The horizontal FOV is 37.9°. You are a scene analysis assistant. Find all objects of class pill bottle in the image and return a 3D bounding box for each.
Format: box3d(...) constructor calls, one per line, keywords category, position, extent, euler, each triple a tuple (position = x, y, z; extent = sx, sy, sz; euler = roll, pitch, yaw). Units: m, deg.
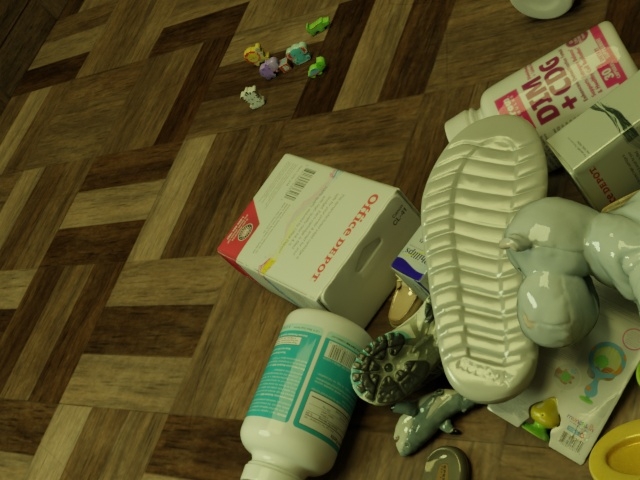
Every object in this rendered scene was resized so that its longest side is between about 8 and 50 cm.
box3d(category="pill bottle", position=(0.410, -0.506, 1.649), extent=(0.119, 0.119, 0.209), euler=(-4, 54, 40))
box3d(category="pill bottle", position=(-0.026, 0.243, 1.370), extent=(0.146, 0.146, 0.264), euler=(-1, 56, 42))
box3d(category="pill bottle", position=(0.342, -0.189, 1.402), extent=(0.283, 0.160, 0.160), euler=(-30, 41, 20))

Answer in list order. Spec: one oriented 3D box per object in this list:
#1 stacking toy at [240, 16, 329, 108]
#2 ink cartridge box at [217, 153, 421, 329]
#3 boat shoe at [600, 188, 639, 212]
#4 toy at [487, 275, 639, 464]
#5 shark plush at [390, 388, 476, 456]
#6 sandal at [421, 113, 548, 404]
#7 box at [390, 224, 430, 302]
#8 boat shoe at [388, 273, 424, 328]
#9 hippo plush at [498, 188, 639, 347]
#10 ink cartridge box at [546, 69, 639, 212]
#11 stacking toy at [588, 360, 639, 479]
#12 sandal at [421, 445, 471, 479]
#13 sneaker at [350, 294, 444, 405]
box3d(category="stacking toy", position=(-0.079, -0.398, 2.052), extent=(0.221, 0.052, 0.167), euler=(-23, 44, 26))
box3d(category="ink cartridge box", position=(0.000, 0.000, 1.571), extent=(0.306, 0.131, 0.226), euler=(25, 75, 48))
box3d(category="boat shoe", position=(0.419, 0.000, 1.222), extent=(0.341, 0.122, 0.110), euler=(-30, 5, 32))
box3d(category="toy", position=(0.331, 0.148, 1.190), extent=(0.136, 0.056, 0.237), euler=(29, 87, 26))
box3d(category="shark plush", position=(0.174, 0.242, 1.288), extent=(0.161, 0.073, 0.067), euler=(-21, 68, 8))
box3d(category="sandal", position=(0.220, 0.022, 1.255), extent=(0.169, 0.102, 0.417), euler=(-1, 63, 20))
box3d(category="box", position=(0.192, 0.028, 1.375), extent=(0.137, 0.126, 0.072), euler=(-52, 40, -8))
box3d(category="boat shoe", position=(0.144, 0.055, 1.448), extent=(0.063, 0.059, 0.170), euler=(8, 63, 46))
box3d(category="hippo plush", position=(0.322, 0.021, 1.045), extent=(0.236, 0.234, 0.294), euler=(-3, 95, 18))
box3d(category="ink cartridge box", position=(0.436, -0.133, 1.274), extent=(0.208, 0.153, 0.087), euler=(-37, 39, 10))
box3d(category="stacking toy", position=(0.474, 0.222, 1.010), extent=(0.308, 0.130, 0.279), euler=(-11, 24, 32))
box3d(category="sandal", position=(0.148, 0.356, 1.182), extent=(0.090, 0.060, 0.219), euler=(-14, 49, 34))
box3d(category="sneaker", position=(0.162, 0.136, 1.324), extent=(0.283, 0.122, 0.110), euler=(-29, 75, -10))
